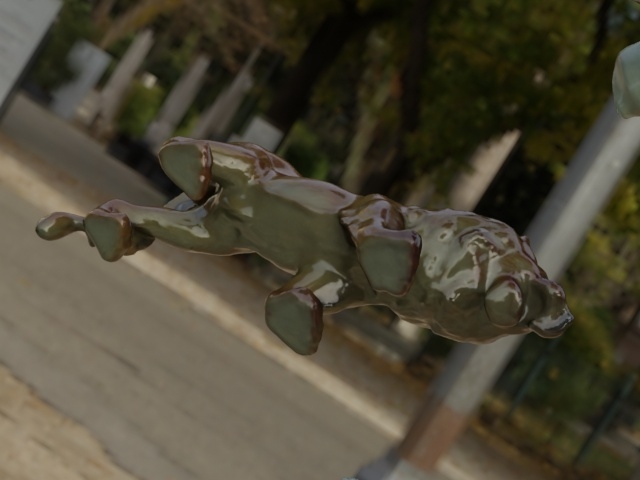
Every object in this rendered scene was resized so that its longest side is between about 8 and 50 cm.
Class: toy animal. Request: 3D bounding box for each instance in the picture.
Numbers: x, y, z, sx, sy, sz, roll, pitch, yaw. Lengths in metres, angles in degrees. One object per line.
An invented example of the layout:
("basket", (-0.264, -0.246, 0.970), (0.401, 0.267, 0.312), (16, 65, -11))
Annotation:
("toy animal", (0.000, 0.000, 1.026), (0.312, 0.097, 0.157), (21, 15, 29))

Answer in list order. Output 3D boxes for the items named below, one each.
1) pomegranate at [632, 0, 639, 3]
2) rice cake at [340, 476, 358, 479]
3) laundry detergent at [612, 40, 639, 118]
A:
("pomegranate", (0.176, -0.253, 0.956), (0.276, 0.222, 0.204), (11, -29, -7))
("rice cake", (0.082, 0.192, 0.878), (0.207, 0.033, 0.033), (40, -16, -10))
("laundry detergent", (0.404, -0.205, 1.620), (0.094, 0.289, 0.143), (25, 45, -56))
